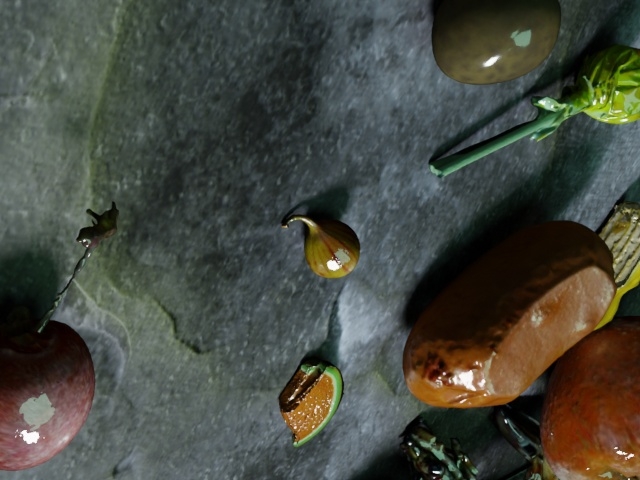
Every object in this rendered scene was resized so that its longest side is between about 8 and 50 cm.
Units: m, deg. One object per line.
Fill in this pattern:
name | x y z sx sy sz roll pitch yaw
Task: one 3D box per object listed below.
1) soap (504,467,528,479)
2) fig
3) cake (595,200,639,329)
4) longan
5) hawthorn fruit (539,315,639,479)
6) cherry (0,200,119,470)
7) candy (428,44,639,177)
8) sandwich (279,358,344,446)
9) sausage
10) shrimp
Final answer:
soap | 0.332 0.362 2.150 0.261 0.094 0.150 -20 140 -41
fig | 0.000 0.000 1.324 0.050 0.050 0.083 -50 131 3
cake | 0.335 0.048 1.798 0.185 0.080 0.116 -57 148 6
longan | 0.138 -0.171 1.257 0.113 0.092 0.113 -35 -166 10
hawthorn fruit | 0.366 0.199 1.882 0.231 0.263 0.235 -41 156 21
cherry | -0.199 0.074 1.088 0.107 0.090 0.225 -17 138 -40
candy | 0.208 -0.114 1.460 0.262 0.073 0.077 -25 125 -24
sandwich | -0.010 0.150 1.506 0.069 0.026 0.101 -35 145 -16
sausage | 0.188 0.072 1.574 0.258 0.133 0.133 -38 149 -21
shrimp | 0.213 0.289 1.858 0.365 0.071 0.233 47 47 -32
